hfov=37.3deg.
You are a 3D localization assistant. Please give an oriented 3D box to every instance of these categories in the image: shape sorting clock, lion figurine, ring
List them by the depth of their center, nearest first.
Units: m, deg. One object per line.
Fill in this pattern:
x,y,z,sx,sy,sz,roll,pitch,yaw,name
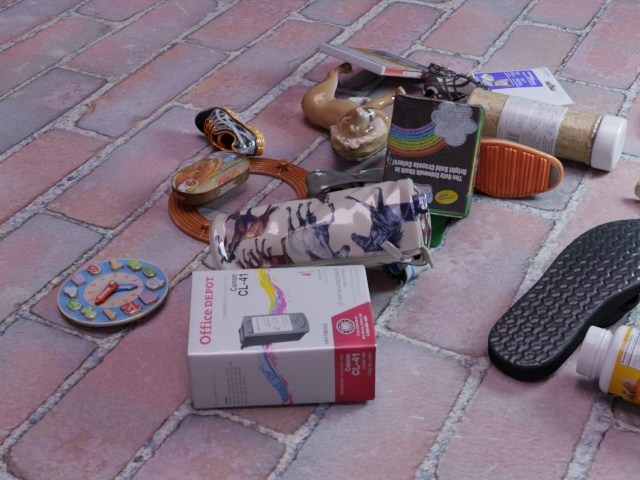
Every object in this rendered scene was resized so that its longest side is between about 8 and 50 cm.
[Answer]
-0.385,0.092,1.765,0.206,0.040,0.206,0,36,0,shape sorting clock
-0.157,-0.096,2.027,0.337,0.032,0.336,1,36,0,ring
0.056,-0.297,2.240,0.240,0.142,0.392,-28,30,-21,lion figurine

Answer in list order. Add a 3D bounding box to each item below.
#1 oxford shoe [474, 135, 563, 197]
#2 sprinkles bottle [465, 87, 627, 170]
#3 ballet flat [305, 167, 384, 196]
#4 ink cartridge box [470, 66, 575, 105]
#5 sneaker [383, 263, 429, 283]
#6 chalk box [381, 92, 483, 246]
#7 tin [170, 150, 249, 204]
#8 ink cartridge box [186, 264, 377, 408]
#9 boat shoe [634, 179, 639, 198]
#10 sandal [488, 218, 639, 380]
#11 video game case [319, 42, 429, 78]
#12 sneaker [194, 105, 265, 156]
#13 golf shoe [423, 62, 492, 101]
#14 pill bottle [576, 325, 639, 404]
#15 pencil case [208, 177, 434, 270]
0.347,-0.185,2.072,0.364,0.129,0.132,11,30,12,oxford shoe
0.507,-0.257,2.166,0.356,0.121,0.121,17,40,22,sprinkles bottle
0.067,-0.114,2.025,0.213,0.072,0.068,-3,72,-27,ballet flat
0.501,-0.364,2.375,0.208,0.045,0.206,-7,37,-5,ink cartridge box
0.145,0.011,1.861,0.083,0.071,0.190,-14,46,-28,sneaker
0.222,-0.136,1.918,0.180,0.288,0.179,10,5,11,chalk box
-0.232,-0.134,2.024,0.106,0.040,0.190,25,43,36,tin
-0.066,0.158,1.601,0.306,0.131,0.226,-1,37,-4,ink cartridge box
0.727,-0.078,1.973,0.170,0.063,0.059,27,39,31,boat shoe
0.472,0.105,1.712,0.446,0.107,0.167,-34,48,-20,sandal
0.159,-0.456,2.427,0.204,0.025,0.285,28,22,33,video game case
-0.224,-0.248,2.175,0.083,0.084,0.215,-22,37,-40,sneaker
0.338,-0.372,2.359,0.077,0.093,0.198,16,10,-47,golf shoe
0.532,0.210,1.537,0.215,0.117,0.117,18,40,23,pill bottle
0.000,0.000,1.736,0.411,0.159,0.183,-11,33,4,pencil case
